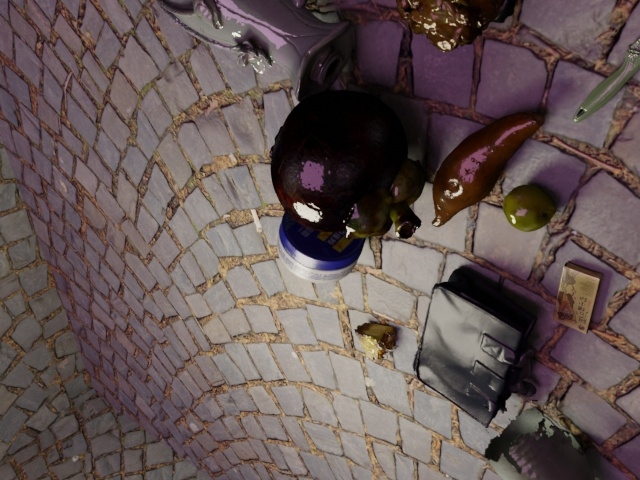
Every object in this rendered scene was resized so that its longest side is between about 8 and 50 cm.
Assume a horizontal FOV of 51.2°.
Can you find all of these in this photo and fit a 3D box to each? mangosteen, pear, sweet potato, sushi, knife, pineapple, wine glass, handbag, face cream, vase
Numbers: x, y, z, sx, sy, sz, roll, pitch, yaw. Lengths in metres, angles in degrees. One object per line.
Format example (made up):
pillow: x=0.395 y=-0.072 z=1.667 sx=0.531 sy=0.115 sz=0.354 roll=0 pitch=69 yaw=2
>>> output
mangosteen: x=0.053 y=-0.155 z=1.363 sx=0.330 sy=0.330 sz=0.330 roll=26 pitch=134 yaw=30
pear: x=0.392 y=-0.060 z=1.256 sx=0.097 sy=0.092 sz=0.092 roll=-7 pitch=113 yaw=48
sweet potato: x=0.290 y=-0.133 z=1.290 sx=0.112 sy=0.112 sz=0.359 roll=43 pitch=143 yaw=13
sushi: x=0.216 y=-0.413 z=1.075 sx=0.213 sy=0.204 sz=0.200 roll=7 pitch=127 yaw=49
knife: x=0.490 y=-0.284 z=1.040 sx=0.043 sy=0.020 sz=0.293 roll=49 pitch=141 yaw=8
pineapple: x=0.139 y=0.268 z=1.772 sx=0.116 sy=0.069 sz=0.137 roll=41 pitch=142 yaw=14
wine glass: x=0.535 y=0.538 z=1.479 sx=0.357 sy=0.190 sz=0.190 roll=49 pitch=141 yaw=8
handbag: x=0.359 y=0.247 z=1.498 sx=0.269 sy=0.118 sz=0.326 roll=36 pitch=140 yaw=32
face cream: x=0.000 y=0.000 z=1.602 sx=0.206 sy=0.206 sz=0.111 roll=38 pitch=144 yaw=18
vase: x=-0.137 y=-0.479 z=1.374 sx=0.445 sy=0.250 sz=0.250 roll=40 pitch=140 yaw=12

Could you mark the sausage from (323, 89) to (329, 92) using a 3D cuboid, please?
sausage: x=-0.008 y=-0.253 z=1.527 sx=0.083 sy=0.083 sz=0.264 roll=20 pitch=131 yaw=35

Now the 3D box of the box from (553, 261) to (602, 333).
box: x=0.507 y=0.116 z=1.323 sx=0.073 sy=0.020 sz=0.149 roll=22 pitch=132 yaw=33
